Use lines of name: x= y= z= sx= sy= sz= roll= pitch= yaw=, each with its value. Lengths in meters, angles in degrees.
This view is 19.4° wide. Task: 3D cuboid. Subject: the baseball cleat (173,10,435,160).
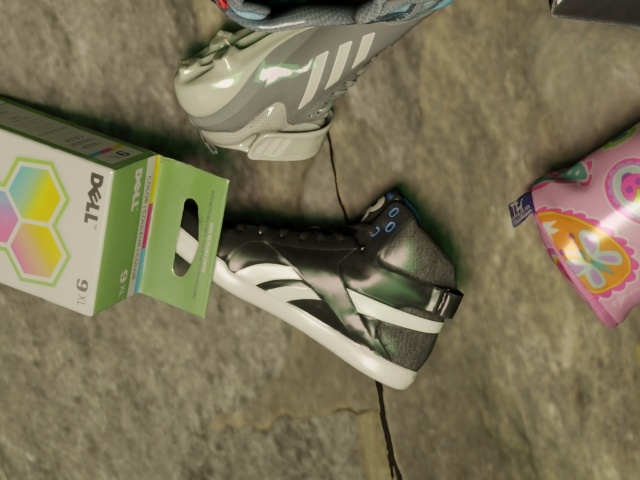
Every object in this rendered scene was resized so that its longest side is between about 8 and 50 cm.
baseball cleat: x=0.006 y=-0.121 z=1.274 sx=0.206 sy=0.072 sz=0.109 roll=-20 pitch=125 yaw=13

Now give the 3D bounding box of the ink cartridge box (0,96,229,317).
ink cartridge box: x=-0.174 y=-0.019 z=1.278 sx=0.209 sy=0.062 sz=0.109 roll=20 pitch=113 yaw=20

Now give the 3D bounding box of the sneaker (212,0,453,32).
sneaker: x=-0.037 y=-0.189 z=1.173 sx=0.262 sy=0.125 sz=0.104 roll=10 pitch=120 yaw=32

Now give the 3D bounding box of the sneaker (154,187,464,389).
sneaker: x=0.000 y=0.000 z=1.318 sx=0.217 sy=0.079 sz=0.121 roll=32 pitch=96 yaw=-4

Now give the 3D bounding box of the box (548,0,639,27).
box: x=0.238 y=-0.271 z=1.150 sx=0.165 sy=0.143 sz=0.270 roll=7 pitch=112 yaw=1

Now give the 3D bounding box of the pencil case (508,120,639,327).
pencil case: x=0.272 y=-0.061 z=1.249 sx=0.284 sy=0.124 sz=0.124 roll=-33 pitch=106 yaw=16
